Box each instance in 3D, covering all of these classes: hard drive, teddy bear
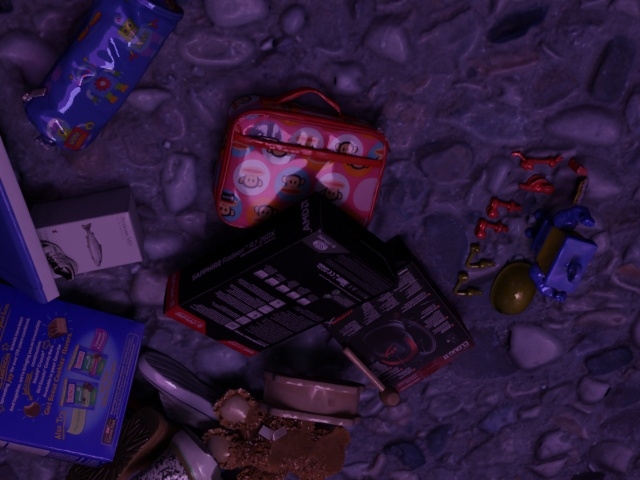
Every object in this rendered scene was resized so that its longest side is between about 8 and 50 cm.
[{"bbox_3d":[-0.541,-0.065,1.270,0.040,0.210,0.319,-33,128,-35],"label":"hard drive"},{"bbox_3d":[-0.101,0.417,1.640,0.337,0.113,0.245,3,91,-33],"label":"teddy bear"}]

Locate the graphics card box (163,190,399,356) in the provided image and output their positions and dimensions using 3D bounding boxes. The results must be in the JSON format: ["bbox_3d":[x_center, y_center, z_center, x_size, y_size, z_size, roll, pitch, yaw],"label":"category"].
[{"bbox_3d":[-0.073,0.075,1.396,0.370,0.094,0.232,-28,136,30],"label":"graphics card box"}]

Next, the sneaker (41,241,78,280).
[{"bbox_3d":[-0.446,0.036,1.307,0.032,0.037,0.083,-42,116,17],"label":"sneaker"}]

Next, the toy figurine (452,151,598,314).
[{"bbox_3d":[0.418,0.035,1.482,0.191,0.217,0.363,14,115,-17],"label":"toy figurine"}]

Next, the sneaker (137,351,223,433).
[{"bbox_3d":[-0.287,0.326,1.587,0.091,0.094,0.258,-42,118,8],"label":"sneaker"}]

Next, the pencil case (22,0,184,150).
[{"bbox_3d":[-0.350,-0.282,1.220,0.306,0.119,0.133,-49,138,16],"label":"pencil case"}]

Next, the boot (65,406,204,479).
[{"bbox_3d":[-0.350,0.459,1.553,0.236,0.089,0.270,-38,149,-7],"label":"boot"}]

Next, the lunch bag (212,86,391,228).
[{"bbox_3d":[-0.033,-0.141,1.366,0.292,0.120,0.258,8,113,-16],"label":"lunch bag"}]

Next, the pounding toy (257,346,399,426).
[{"bbox_3d":[0.018,0.284,1.553,0.269,0.154,0.155,9,85,-3],"label":"pounding toy"}]

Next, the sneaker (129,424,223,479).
[{"bbox_3d":[-0.290,0.549,1.523,0.182,0.158,0.411,-22,127,-27],"label":"sneaker"}]

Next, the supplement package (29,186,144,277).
[{"bbox_3d":[-0.412,-0.014,1.368,0.179,0.105,0.105,-12,120,-4],"label":"supplement package"}]

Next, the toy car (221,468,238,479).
[{"bbox_3d":[-0.161,0.617,1.745,0.237,0.219,0.210,1,123,-45],"label":"toy car"}]

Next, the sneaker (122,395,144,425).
[{"bbox_3d":[-0.485,0.348,1.542,0.276,0.135,0.098,23,114,-20],"label":"sneaker"}]

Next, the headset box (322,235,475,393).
[{"bbox_3d":[0.158,0.171,1.571,0.218,0.110,0.293,-35,119,10],"label":"headset box"}]

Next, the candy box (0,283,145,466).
[{"bbox_3d":[-0.508,0.241,1.393,0.317,0.268,0.122,20,149,-21],"label":"candy box"}]
